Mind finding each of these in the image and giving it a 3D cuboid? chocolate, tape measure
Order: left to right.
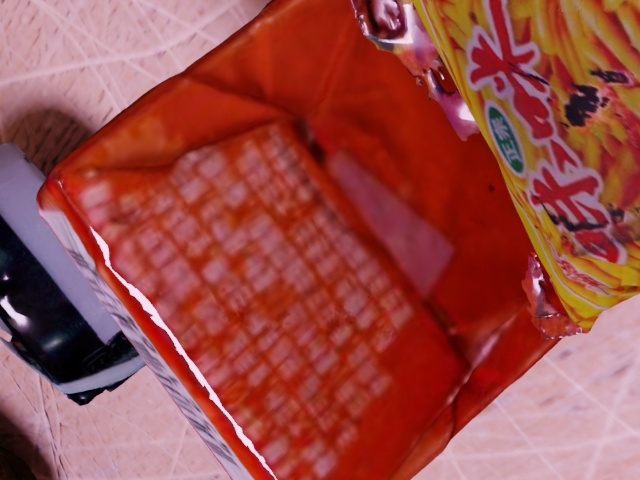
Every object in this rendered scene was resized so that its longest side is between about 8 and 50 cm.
[{"bbox_3d":[-0.182,0.022,1.232,0.182,0.107,0.181,53,170,-5],"label":"tape measure"},{"bbox_3d":[0.000,0.000,0.956,0.237,0.235,0.108,54,156,-11],"label":"chocolate"}]

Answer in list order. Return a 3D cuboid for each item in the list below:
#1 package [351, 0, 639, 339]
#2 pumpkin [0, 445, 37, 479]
[{"bbox_3d":[0.154,-0.070,0.823,0.288,0.108,0.223,-12,104,57],"label":"package"},{"bbox_3d":[-0.363,0.195,1.545,0.317,0.222,0.139,28,168,26],"label":"pumpkin"}]
